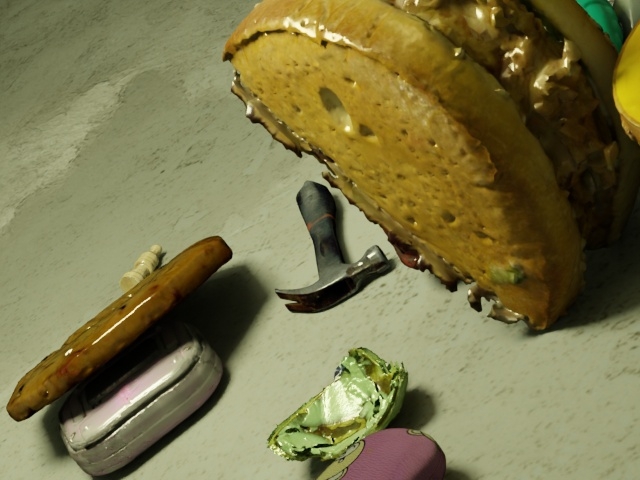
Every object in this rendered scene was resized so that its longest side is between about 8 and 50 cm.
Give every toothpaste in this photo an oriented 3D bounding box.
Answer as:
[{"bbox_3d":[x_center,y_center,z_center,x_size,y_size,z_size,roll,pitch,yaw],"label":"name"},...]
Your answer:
[{"bbox_3d":[0.045,0.138,1.834,0.083,0.019,0.027,-10,59,47],"label":"toothpaste"}]

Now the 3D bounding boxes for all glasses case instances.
[{"bbox_3d":[0.001,0.291,1.543,0.123,0.076,0.316,-3,40,51],"label":"glasses case"}]

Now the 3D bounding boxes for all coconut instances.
[{"bbox_3d":[0.030,0.170,1.750,0.158,0.055,0.133,-19,28,31],"label":"coconut"}]

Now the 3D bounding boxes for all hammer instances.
[{"bbox_3d":[0.000,0.000,2.121,0.137,0.037,0.290,-32,25,7],"label":"hammer"}]

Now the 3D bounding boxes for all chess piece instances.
[{"bbox_3d":[-0.244,0.037,2.390,0.035,0.035,0.092,-19,26,34],"label":"chess piece"}]

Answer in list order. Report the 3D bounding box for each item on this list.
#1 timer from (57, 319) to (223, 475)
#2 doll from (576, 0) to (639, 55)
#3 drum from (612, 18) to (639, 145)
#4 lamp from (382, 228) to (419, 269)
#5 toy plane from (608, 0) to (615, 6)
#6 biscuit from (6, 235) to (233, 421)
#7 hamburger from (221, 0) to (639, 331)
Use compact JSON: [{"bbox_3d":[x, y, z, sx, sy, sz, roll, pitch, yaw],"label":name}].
[{"bbox_3d":[-0.218,0.183,2.048,0.208,0.069,0.191,-40,21,-4],"label":"timer"},{"bbox_3d":[0.296,-0.198,1.984,0.195,0.153,0.258,-5,52,20],"label":"doll"},{"bbox_3d":[0.484,-0.148,1.525,0.431,0.214,0.431,-30,25,16],"label":"drum"},{"bbox_3d":[0.126,-0.069,1.919,0.180,0.180,0.258,-35,24,4],"label":"lamp"},{"bbox_3d":[0.415,-0.314,2.100,0.234,0.082,0.160,18,46,44],"label":"toy plane"},{"bbox_3d":[-0.250,0.103,2.139,0.359,0.046,0.359,-38,6,5],"label":"biscuit"},{"bbox_3d":[0.149,-0.157,1.682,0.268,0.445,0.287,-44,-7,-28],"label":"hamburger"}]
